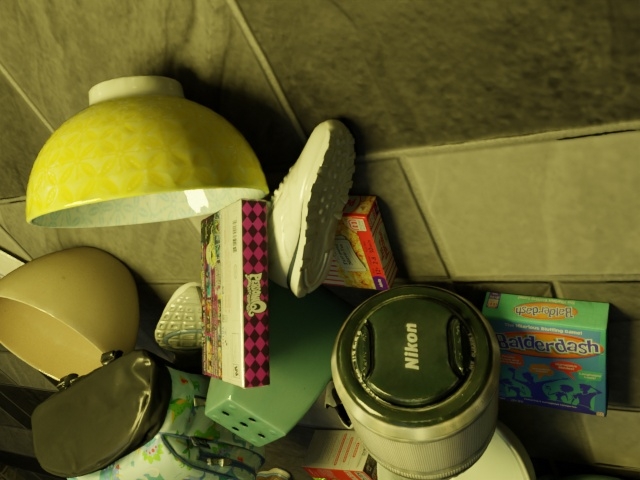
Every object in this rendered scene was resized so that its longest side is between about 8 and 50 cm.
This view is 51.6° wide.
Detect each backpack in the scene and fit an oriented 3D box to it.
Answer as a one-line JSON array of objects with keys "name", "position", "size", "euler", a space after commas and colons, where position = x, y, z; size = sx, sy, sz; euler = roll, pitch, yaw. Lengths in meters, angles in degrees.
[{"name": "backpack", "position": [-0.255, 0.341, 1.147], "size": [0.290, 0.273, 0.356], "euler": [-29, 156, 22]}]

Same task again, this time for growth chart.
[{"name": "growth chart", "position": [-0.657, 0.069, 1.428], "size": [0.237, 0.021, 0.172], "euler": [32, 143, -7]}]

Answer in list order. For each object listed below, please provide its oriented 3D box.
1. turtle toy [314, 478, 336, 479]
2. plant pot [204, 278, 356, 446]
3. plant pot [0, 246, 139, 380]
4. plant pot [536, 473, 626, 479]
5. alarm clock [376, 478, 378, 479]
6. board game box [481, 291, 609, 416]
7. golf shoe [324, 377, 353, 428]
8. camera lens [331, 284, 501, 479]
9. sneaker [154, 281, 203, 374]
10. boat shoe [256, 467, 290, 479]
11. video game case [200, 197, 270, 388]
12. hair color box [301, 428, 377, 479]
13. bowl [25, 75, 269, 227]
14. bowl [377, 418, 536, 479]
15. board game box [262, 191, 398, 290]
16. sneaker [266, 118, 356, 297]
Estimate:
[{"name": "turtle toy", "position": [0.035, 0.576, 1.576], "size": [0.130, 0.066, 0.095], "euler": [11, 164, 22]}, {"name": "plant pot", "position": [-0.072, 0.192, 1.054], "size": [0.165, 0.234, 0.166], "euler": [35, 141, -11]}, {"name": "plant pot", "position": [-0.452, 0.123, 1.231], "size": [0.284, 0.191, 0.284], "euler": [16, 141, 13]}, {"name": "plant pot", "position": [0.447, 0.527, 1.137], "size": [0.293, 0.293, 0.196], "euler": [51, 163, -28]}, {"name": "alarm clock", "position": [0.109, 0.542, 1.496], "size": [0.192, 0.064, 0.129], "euler": [24, 143, 0]}, {"name": "board game box", "position": [0.324, 0.164, 0.942], "size": [0.160, 0.047, 0.210], "euler": [4, 136, 27]}, {"name": "golf shoe", "position": [0.077, 0.322, 1.235], "size": [0.198, 0.093, 0.077], "euler": [40, 139, -20]}, {"name": "camera lens", "position": [0.141, 0.209, 0.943], "size": [0.220, 0.219, 0.274], "euler": [11, 149, 20]}, {"name": "sneaker", "position": [-0.222, 0.147, 1.166], "size": [0.111, 0.129, 0.297], "euler": [7, 145, -5]}, {"name": "boat shoe", "position": [-0.143, 0.663, 1.783], "size": [0.066, 0.066, 0.183], "euler": [31, 142, -5]}, {"name": "video game case", "position": [-0.120, 0.073, 0.896], "size": [0.042, 0.232, 0.210], "euler": [1, 173, -24]}, {"name": "hair color box", "position": [0.050, 0.456, 1.407], "size": [0.167, 0.093, 0.053], "euler": [-13, 129, 40]}, {"name": "bowl", "position": [-0.217, -0.112, 0.822], "size": [0.290, 0.289, 0.156], "euler": [-11, 86, 38]}, {"name": "bowl", "position": [0.255, 0.411, 1.151], "size": [0.298, 0.297, 0.134], "euler": [-13, 172, 40]}, {"name": "board game box", "position": [0.000, 0.000, 0.941], "size": [0.194, 0.045, 0.146], "euler": [4, 137, 27]}, {"name": "sneaker", "position": [-0.027, -0.045, 0.831], "size": [0.095, 0.090, 0.235], "euler": [31, 116, 31]}]
